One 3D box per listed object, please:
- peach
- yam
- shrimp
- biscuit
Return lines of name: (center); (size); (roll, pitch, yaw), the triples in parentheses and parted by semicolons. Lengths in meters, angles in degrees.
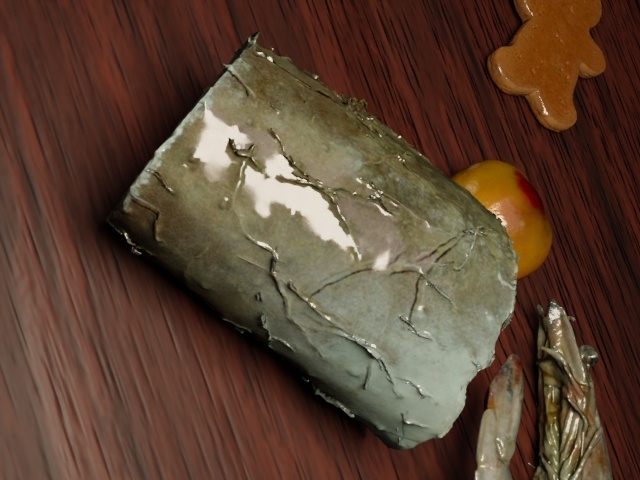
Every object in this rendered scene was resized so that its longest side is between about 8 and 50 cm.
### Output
peach: (0.178, -0.016, 1.040); (0.138, 0.138, 0.138); (12, 68, -32)
yam: (0.000, 0.000, 0.857); (0.348, 0.241, 0.241); (37, 57, -18)
shrimp: (0.231, 0.221, 1.000); (0.247, 0.085, 0.360); (32, 56, -40)
biscuit: (0.306, -0.262, 1.267); (0.165, 0.036, 0.250); (38, 60, -20)
